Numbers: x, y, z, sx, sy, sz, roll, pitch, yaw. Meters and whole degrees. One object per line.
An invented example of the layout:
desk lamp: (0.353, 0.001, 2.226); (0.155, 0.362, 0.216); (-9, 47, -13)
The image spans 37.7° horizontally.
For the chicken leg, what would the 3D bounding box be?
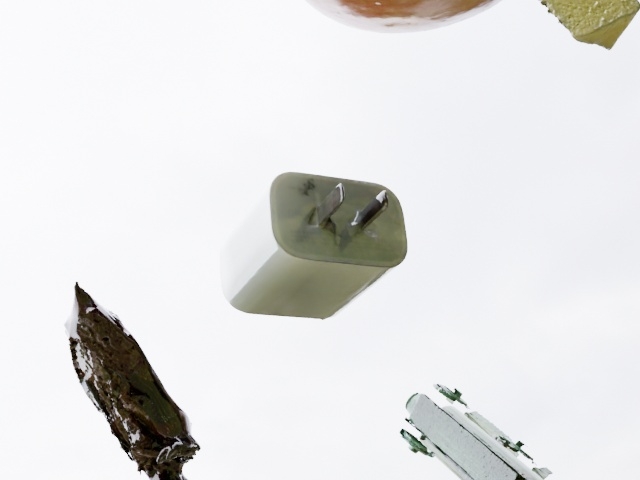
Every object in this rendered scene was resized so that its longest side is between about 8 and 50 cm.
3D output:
chicken leg: (-0.178, 0.144, 0.879); (0.063, 0.234, 0.105); (-34, 7, -40)

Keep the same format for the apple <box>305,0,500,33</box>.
apple: (0.111, -0.412, 1.056); (0.364, 0.364, 0.364); (-18, -38, -15)

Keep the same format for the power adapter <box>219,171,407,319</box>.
power adapter: (0.000, 0.000, 1.193); (0.187, 0.124, 0.255); (6, -26, -25)

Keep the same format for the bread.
bread: (0.425, -0.448, 1.618); (0.142, 0.266, 0.178); (-38, -19, 19)

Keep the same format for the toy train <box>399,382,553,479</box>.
toy train: (0.259, 0.338, 1.472); (0.189, 0.307, 0.126); (28, -86, -37)
